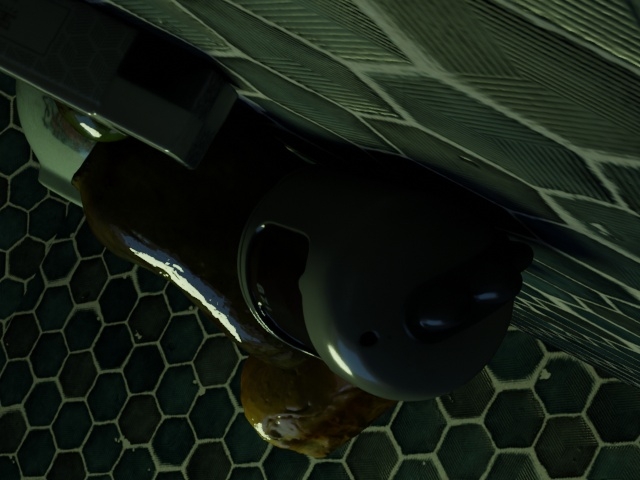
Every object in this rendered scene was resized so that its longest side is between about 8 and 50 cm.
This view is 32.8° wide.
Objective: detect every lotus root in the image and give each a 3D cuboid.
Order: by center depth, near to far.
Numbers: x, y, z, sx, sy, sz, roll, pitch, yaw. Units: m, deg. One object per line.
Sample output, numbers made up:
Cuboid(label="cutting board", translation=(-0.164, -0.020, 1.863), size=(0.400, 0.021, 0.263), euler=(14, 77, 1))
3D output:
Cuboid(label="lotus root", translation=(-0.122, -0.026, 1.300), size=(0.346, 0.250, 0.250), euler=(33, 177, -18))

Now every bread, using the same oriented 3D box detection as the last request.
Cuboid(label="bread", translation=(0.044, 0.120, 1.385), size=(0.149, 0.344, 0.195), euler=(30, -151, -34))

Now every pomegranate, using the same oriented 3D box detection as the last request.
Cuboid(label="pomegranate", translation=(-0.215, -0.150, 1.148), size=(0.142, 0.114, 0.114), euler=(39, -175, 38))

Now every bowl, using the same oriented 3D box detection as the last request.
Cuboid(label="bowl", translation=(-0.276, -0.128, 1.546), size=(0.435, 0.196, 0.435), euler=(28, 178, 1))

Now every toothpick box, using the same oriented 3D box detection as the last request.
Cuboid(label="toothpick box", translation=(0.070, 0.036, 1.087), size=(0.229, 0.229, 0.316), euler=(28, 177, -24))

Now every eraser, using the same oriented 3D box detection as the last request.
Cuboid(label="eraser", translation=(-0.281, -0.201, 1.068), size=(0.404, 0.096, 0.098), euler=(27, 177, 13))
